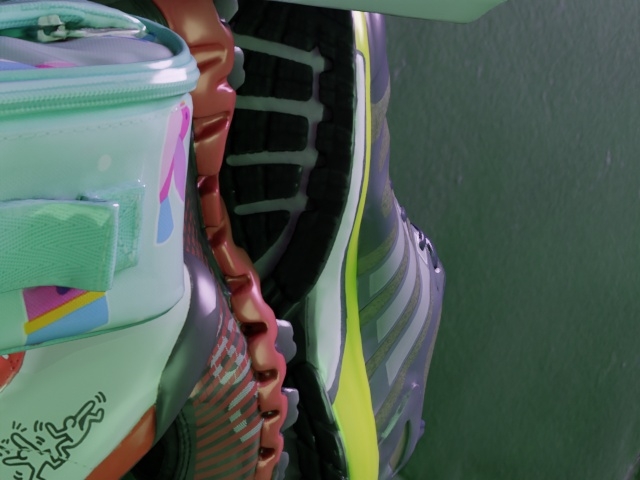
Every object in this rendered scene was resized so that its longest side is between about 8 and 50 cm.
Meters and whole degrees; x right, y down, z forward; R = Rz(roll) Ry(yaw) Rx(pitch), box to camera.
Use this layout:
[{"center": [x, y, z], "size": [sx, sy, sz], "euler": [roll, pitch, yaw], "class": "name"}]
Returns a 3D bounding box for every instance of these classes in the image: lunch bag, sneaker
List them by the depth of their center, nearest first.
[{"center": [-0.179, -0.027, 0.525], "size": [0.279, 0.224, 0.108], "euler": [-13, 112, -45], "class": "lunch bag"}, {"center": [-0.172, 0.059, 0.600], "size": [0.270, 0.090, 0.145], "euler": [-35, 129, 1], "class": "sneaker"}, {"center": [-0.088, 0.014, 0.738], "size": [0.135, 0.097, 0.276], "euler": [-30, 121, -40], "class": "sneaker"}, {"center": [0.000, 0.000, 0.845], "size": [0.121, 0.111, 0.300], "euler": [-33, 131, -50], "class": "sneaker"}]

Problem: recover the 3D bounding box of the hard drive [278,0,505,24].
[{"center": [-0.081, -0.199, 0.630], "size": [0.353, 0.047, 0.233], "euler": [-1, 67, -49], "class": "hard drive"}]
